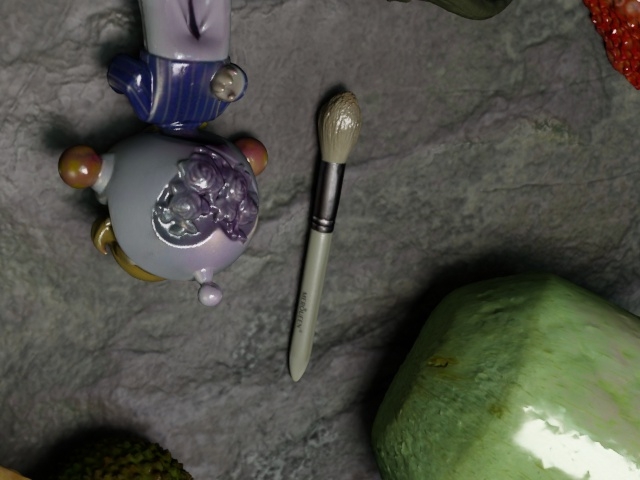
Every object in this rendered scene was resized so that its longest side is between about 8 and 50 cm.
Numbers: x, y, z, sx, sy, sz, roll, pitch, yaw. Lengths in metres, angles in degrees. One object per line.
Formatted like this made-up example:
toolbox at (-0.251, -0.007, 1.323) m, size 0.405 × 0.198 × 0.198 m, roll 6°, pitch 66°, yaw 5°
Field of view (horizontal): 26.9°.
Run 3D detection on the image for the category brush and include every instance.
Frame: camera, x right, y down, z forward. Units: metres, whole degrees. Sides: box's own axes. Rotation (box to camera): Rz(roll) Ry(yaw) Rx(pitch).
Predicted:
brush at (0.000, 0.000, 1.284) m, size 0.039 × 0.042 × 0.299 m, roll 0°, pitch 113°, yaw -23°

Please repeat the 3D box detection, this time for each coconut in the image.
coconut at (0.226, 0.195, 1.308) m, size 0.329 × 0.281 × 0.328 m, roll 3°, pitch 74°, yaw -12°

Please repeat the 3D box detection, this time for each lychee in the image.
lychee at (-0.180, 0.255, 1.229) m, size 0.171 × 0.171 × 0.171 m, roll -8°, pitch 112°, yaw -19°

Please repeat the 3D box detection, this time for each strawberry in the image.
strawberry at (0.357, -0.219, 1.302) m, size 0.236 × 0.107 × 0.175 m, roll 1°, pitch 108°, yaw -22°

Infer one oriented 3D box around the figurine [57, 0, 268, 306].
figurine at (-0.110, -0.094, 1.155) m, size 0.194 × 0.133 × 0.274 m, roll 22°, pitch 86°, yaw -39°

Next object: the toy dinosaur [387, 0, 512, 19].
toy dinosaur at (0.118, -0.278, 1.195) m, size 0.179 × 0.087 × 0.187 m, roll -17°, pitch 116°, yaw -14°

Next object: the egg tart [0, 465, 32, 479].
egg tart at (-0.313, 0.325, 1.151) m, size 0.315 × 0.120 × 0.314 m, roll 9°, pitch 120°, yaw 15°
